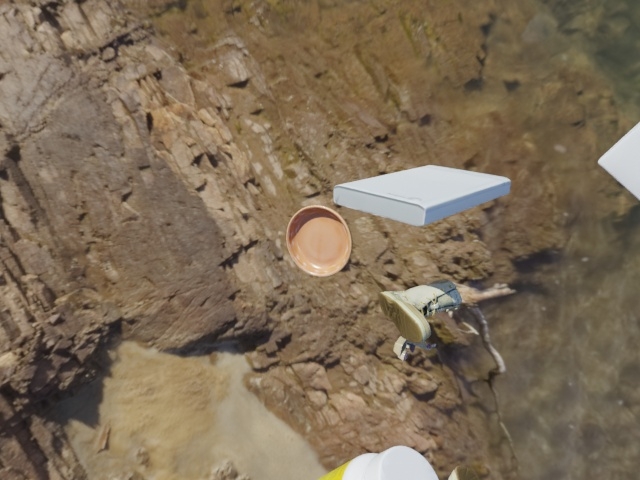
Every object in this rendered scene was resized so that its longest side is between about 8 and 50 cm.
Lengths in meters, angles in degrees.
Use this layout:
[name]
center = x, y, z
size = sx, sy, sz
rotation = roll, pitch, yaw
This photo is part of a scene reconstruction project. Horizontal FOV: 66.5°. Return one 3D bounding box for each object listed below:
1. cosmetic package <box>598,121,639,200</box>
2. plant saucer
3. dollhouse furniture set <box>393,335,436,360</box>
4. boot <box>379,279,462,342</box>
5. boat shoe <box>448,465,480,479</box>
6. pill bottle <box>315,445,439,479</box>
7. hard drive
[cosmetic package]
center = 0.534, -0.100, 0.628
size = 0.225, 0.138, 0.224
rotation = -29, 70, -32
[plant saucer]
center = 0.000, 0.000, 1.344
size = 0.200, 0.037, 0.199
rotation = 7, 105, 25
[dollhouse furniture set]
center = 0.219, 0.265, 1.145
size = 0.081, 0.114, 0.090
rotation = 16, 105, 21
[boot]
center = 0.236, 0.146, 1.067
size = 0.165, 0.213, 0.077
rotation = -12, 103, -10
[boat shoe]
center = 0.375, 0.724, 1.232
size = 0.109, 0.302, 0.098
rotation = 24, 113, -10
[pill bottle]
center = 0.051, 0.348, 0.625
size = 0.119, 0.119, 0.208
rotation = 38, 126, -5
[hard drive]
center = 0.234, -0.112, 1.093
size = 0.353, 0.233, 0.047
rotation = -19, 117, -42
